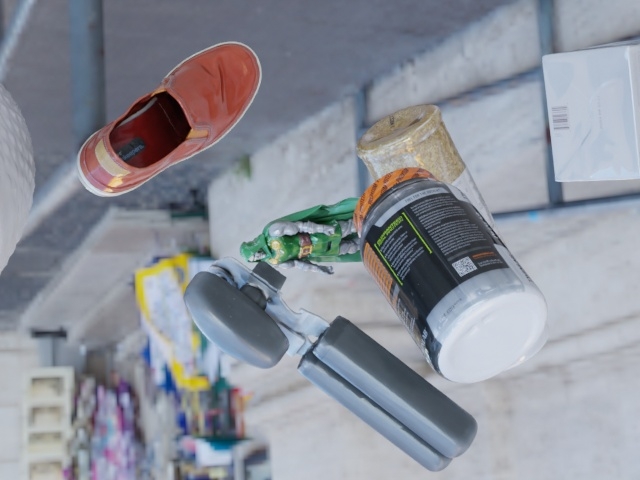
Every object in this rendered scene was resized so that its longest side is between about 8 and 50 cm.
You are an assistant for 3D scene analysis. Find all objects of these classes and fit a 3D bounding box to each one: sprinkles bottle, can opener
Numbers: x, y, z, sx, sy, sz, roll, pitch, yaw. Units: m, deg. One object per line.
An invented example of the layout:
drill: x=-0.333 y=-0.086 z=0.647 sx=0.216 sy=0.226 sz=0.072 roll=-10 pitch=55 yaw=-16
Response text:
sprinkles bottle: x=0.175 y=0.000 z=1.726 sx=0.121 sy=0.355 sz=0.121 roll=-25 pitch=-161 yaw=10
can opener: x=0.005 y=0.112 z=1.158 sx=0.280 sy=0.093 sz=0.074 roll=34 pitch=145 yaw=-2

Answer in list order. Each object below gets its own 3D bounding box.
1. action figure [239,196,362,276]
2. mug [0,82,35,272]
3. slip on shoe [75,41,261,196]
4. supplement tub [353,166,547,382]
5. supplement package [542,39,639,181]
action figure: x=0.000 y=0.000 z=1.810 sx=0.232 sy=0.063 sz=0.137 roll=-10 pitch=129 yaw=-19
mug: x=-0.482 y=-0.071 z=1.371 sx=0.374 sy=0.276 sz=0.328 roll=3 pitch=-160 yaw=-2
slip on shoe: x=-0.195 y=-0.176 z=1.844 sx=0.331 sy=0.123 sz=0.101 roll=-40 pitch=-174 yaw=-33
supplement tub: x=0.110 y=0.026 z=1.198 sx=0.117 sy=0.190 sz=0.117 roll=-18 pitch=138 yaw=-17
supplement package: x=0.457 y=-0.201 z=2.006 sx=0.149 sy=0.194 sz=0.203 roll=1 pitch=-169 yaw=41
